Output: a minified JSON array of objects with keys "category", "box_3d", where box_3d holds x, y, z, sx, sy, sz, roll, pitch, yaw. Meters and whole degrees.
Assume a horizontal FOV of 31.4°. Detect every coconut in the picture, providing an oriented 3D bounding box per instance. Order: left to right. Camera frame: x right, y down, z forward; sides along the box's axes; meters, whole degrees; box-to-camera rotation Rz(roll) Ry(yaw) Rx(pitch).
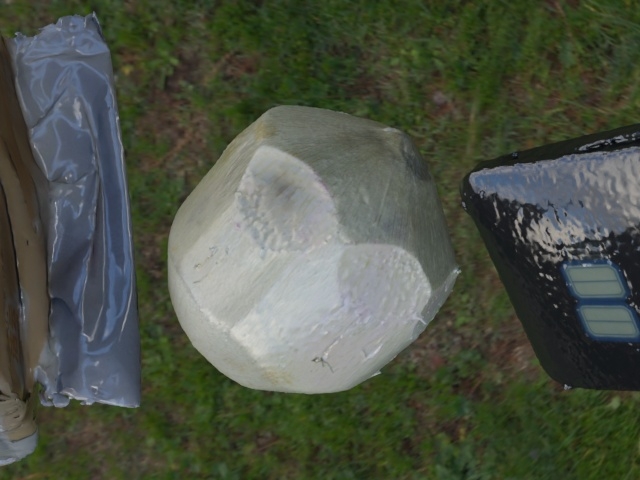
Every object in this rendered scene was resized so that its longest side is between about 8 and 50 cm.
[{"category":"coconut","box_3d":[0.002,0.002,0.660,0.162,0.161,0.161,-39,76,24]}]

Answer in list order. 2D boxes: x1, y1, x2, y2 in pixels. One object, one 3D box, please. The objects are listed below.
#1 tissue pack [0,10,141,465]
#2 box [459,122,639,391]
[{"category":"tissue pack","box_3d":[-0.237,-0.013,0.754,0.238,0.238,0.305,-21,66,25]},{"category":"box","box_3d":[0.368,0.032,1.430,0.359,0.091,0.350,-9,114,49]}]
